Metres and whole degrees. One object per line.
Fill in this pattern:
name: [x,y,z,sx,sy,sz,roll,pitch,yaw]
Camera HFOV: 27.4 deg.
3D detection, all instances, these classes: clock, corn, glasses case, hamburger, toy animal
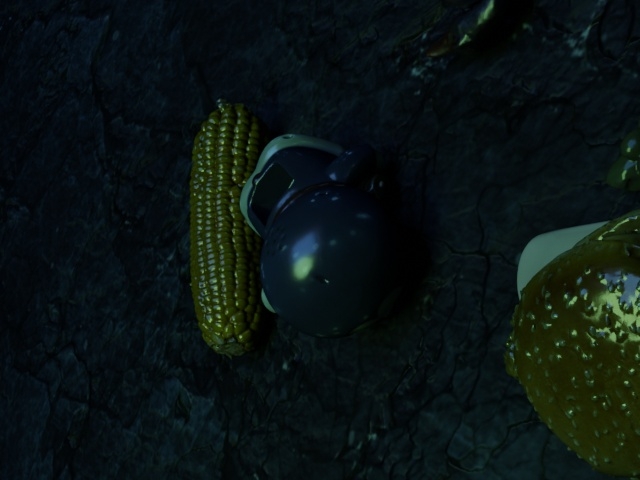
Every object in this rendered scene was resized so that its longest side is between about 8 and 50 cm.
clock: [0.000,0.000,1.361,0.199,0.146,0.243,-54,30,17]
corn: [-0.110,-0.012,1.553,0.102,0.102,0.313,-25,56,47]
glasses case: [0.243,0.023,1.081,0.204,0.051,0.081,-8,76,51]
hamburger: [0.228,0.083,0.978,0.215,0.122,0.189,-31,81,46]
toy animal: [0.138,-0.336,1.339,0.185,0.122,0.298,7,87,60]

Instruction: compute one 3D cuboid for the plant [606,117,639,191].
plant: [0.298,-0.097,1.047,0.174,0.085,0.087,-50,15,37]
